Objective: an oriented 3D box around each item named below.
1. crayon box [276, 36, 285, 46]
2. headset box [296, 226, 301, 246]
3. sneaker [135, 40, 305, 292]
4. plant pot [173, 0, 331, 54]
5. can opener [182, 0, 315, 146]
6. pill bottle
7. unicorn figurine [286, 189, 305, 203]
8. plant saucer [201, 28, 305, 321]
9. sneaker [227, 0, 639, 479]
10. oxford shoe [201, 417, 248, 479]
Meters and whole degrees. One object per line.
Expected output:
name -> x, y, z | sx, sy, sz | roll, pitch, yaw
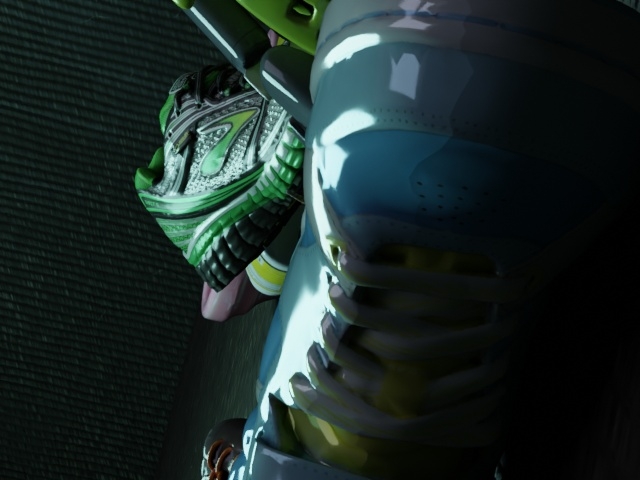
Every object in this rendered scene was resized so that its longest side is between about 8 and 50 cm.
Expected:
crayon box -> 0.018, -0.205, 1.295 | 0.318, 0.081, 0.202 | 114, 167, -60
headset box -> 0.000, 0.000, 1.247 | 0.083, 0.032, 0.062 | 117, 165, -58
sneaker -> -0.057, -0.096, 1.175 | 0.343, 0.146, 0.134 | -50, -1, 43
plant pot -> 0.012, -0.260, 0.936 | 0.228, 0.207, 0.227 | -83, 9, -48
can opener -> -0.043, -0.162, 1.011 | 0.076, 0.283, 0.095 | -41, -12, -8
pill bottle -> -0.037, 0.013, 1.379 | 0.116, 0.065, 0.065 | 123, 160, -69
unicorn figurine -> 0.009, -0.005, 1.125 | 0.111, 0.060, 0.162 | -86, -4, -52
plant saucer -> -0.055, -0.068, 1.611 | 0.332, 0.084, 0.332 | -166, 90, -82
sneaker -> 0.035, 0.047, 0.515 | 0.319, 0.127, 0.208 | 92, -169, -75
oxford shoe -> -0.024, 0.155, 0.862 | 0.271, 0.098, 0.097 | 165, 118, -82
